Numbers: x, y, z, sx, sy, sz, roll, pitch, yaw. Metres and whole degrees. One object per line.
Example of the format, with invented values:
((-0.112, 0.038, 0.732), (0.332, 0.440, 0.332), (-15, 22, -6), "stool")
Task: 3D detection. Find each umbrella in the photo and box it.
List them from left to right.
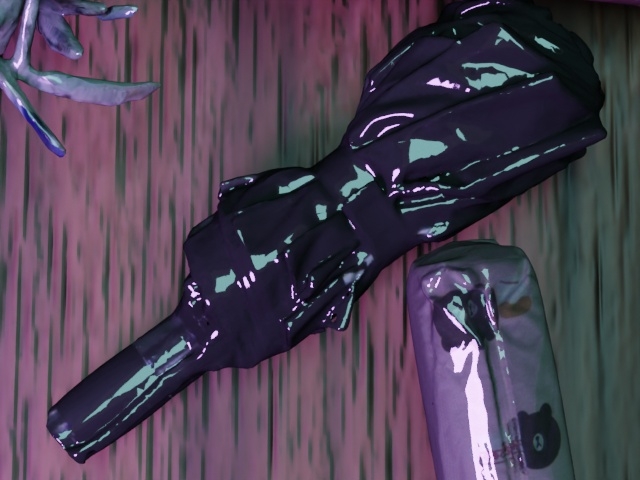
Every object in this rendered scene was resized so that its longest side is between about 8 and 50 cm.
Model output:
((0.000, 0.000, 0.934), (0.340, 0.118, 0.118), (-40, 84, -1), "umbrella")
((0.100, 0.166, 0.893), (0.067, 0.073, 0.337), (-10, 97, 2), "umbrella")

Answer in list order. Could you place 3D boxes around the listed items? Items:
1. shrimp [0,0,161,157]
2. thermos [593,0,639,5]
((-0.150, -0.207, 0.898), (0.166, 0.221, 0.410), (13, 98, 22), "shrimp")
((0.070, -0.189, 0.883), (0.330, 0.136, 0.109), (2, 50, -23), "thermos")
